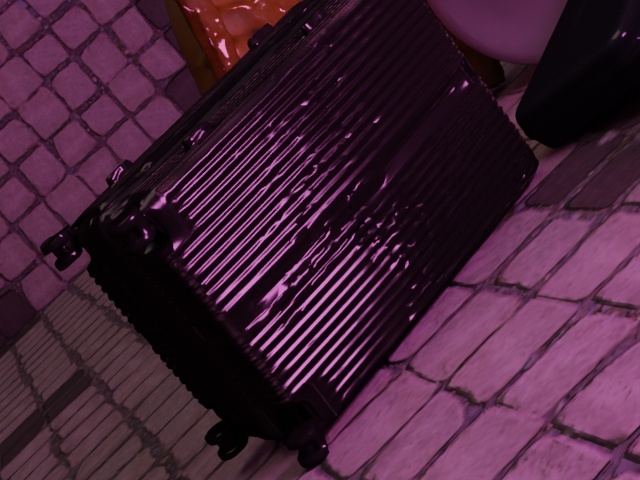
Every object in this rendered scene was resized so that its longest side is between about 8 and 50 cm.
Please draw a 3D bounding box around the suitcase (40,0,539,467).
[{"bbox_3d":[-0.007,-0.026,1.075,0.335,0.229,0.152,-48,20,-28],"label":"suitcase"}]

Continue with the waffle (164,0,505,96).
[{"bbox_3d":[0.010,-0.225,1.388,0.348,0.304,0.077,-27,6,-34],"label":"waffle"}]

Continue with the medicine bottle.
[{"bbox_3d":[0.245,-0.338,1.422,0.202,0.202,0.316,-30,16,47],"label":"medicine bottle"}]

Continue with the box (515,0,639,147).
[{"bbox_3d":[0.245,-0.192,1.145,0.160,0.050,0.230,-41,18,58],"label":"box"}]
